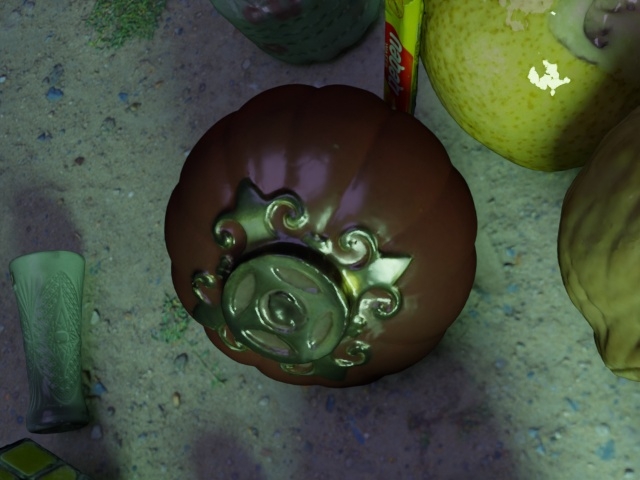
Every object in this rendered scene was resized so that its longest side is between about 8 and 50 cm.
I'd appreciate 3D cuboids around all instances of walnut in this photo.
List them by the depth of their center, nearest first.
[{"bbox_3d":[0.345,0.001,0.603,0.313,0.277,0.252,-40,29,14],"label":"walnut"}]

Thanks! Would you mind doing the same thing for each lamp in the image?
[{"bbox_3d":[0.000,0.000,0.763,0.303,0.257,0.303,8,120,14],"label":"lamp"}]

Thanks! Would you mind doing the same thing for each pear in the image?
[{"bbox_3d":[0.217,-0.201,0.738,0.271,0.271,0.271,-8,71,24],"label":"pear"}]

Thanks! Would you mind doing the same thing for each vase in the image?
[{"bbox_3d":[-0.339,0.130,1.001,0.096,0.096,0.219,-18,70,21],"label":"vase"}]

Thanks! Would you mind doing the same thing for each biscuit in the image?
[{"bbox_3d":[0.077,-0.143,0.782,0.026,0.292,0.048,-27,59,-15],"label":"biscuit"}]

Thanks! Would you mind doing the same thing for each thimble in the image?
[{"bbox_3d":[-0.024,-0.330,0.953,0.185,0.149,0.211,25,87,32],"label":"thimble"}]

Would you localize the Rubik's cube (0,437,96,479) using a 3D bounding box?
[{"bbox_3d":[-0.340,0.366,0.821,0.318,0.319,0.264,10,49,28],"label":"Rubik's cube"}]
